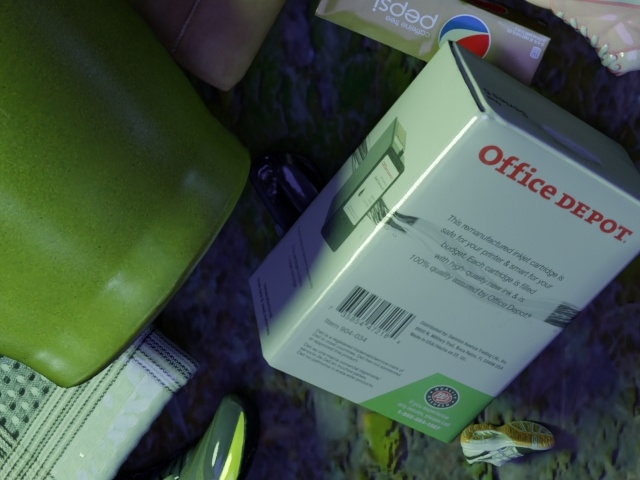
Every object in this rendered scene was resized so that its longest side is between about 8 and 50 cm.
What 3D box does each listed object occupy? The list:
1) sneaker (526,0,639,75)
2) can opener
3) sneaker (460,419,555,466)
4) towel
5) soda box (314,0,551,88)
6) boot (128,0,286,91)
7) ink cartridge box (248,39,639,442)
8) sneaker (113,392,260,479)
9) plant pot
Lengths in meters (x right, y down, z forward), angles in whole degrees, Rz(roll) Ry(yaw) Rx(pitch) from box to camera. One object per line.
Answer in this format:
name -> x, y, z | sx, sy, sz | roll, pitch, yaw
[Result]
sneaker -> 0.221, -0.168, 1.172 | 0.134, 0.051, 0.070 | 9, 105, -2
can opener -> 0.000, 0.000, 1.253 | 0.059, 0.073, 0.186 | -25, 116, 14
sneaker -> 0.168, 0.184, 1.317 | 0.083, 0.032, 0.037 | 0, 123, 11
towel -> -0.316, 0.134, 1.296 | 0.312, 0.056, 0.324 | 39, 105, 3
soda box -> 0.090, -0.177, 1.177 | 0.181, 0.061, 0.058 | 22, 111, -2
boot -> -0.012, -0.224, 1.111 | 0.236, 0.089, 0.269 | 49, 119, 26
ink cartridge box -> 0.104, 0.008, 1.168 | 0.198, 0.115, 0.273 | 27, 117, -28
sneaker -> -0.159, 0.250, 1.333 | 0.121, 0.111, 0.300 | 35, 107, -2
plant pot -> -0.257, -0.080, 1.107 | 0.353, 0.366, 0.366 | 39, 109, -15
